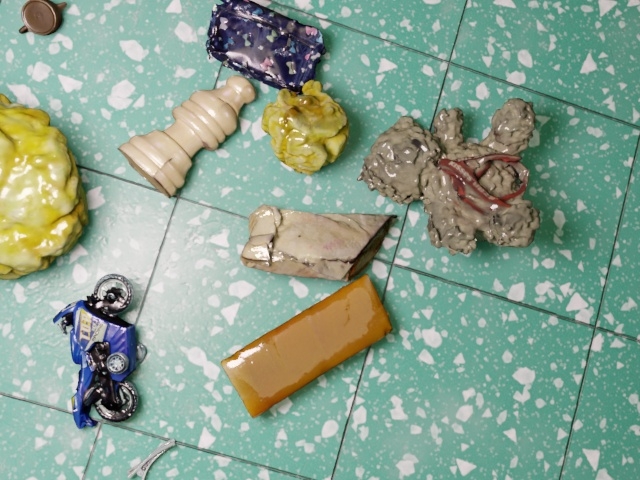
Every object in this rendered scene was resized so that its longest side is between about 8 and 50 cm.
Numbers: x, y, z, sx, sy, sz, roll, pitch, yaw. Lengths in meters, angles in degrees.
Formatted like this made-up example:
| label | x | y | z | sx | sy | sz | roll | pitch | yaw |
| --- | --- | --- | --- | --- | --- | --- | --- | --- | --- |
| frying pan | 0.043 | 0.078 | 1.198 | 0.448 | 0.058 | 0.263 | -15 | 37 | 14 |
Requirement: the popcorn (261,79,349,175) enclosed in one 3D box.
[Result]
| label | x | y | z | sx | sy | sz | roll | pitch | yaw |
| --- | --- | --- | --- | --- | --- | --- | --- | --- | --- |
| popcorn | -0.031 | -0.241 | 1.376 | 0.185 | 0.167 | 0.187 | -39 | 103 | -12 |

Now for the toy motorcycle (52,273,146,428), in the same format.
| label | x | y | z | sx | sy | sz | roll | pitch | yaw |
| --- | --- | --- | --- | --- | --- | --- | --- | --- | --- |
| toy motorcycle | -0.455 | 0.225 | 1.313 | 0.169 | 0.113 | 0.315 | -1 | 92 | 3 |

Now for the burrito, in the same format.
| label | x | y | z | sx | sy | sz | roll | pitch | yaw |
| --- | --- | --- | --- | --- | --- | --- | --- | --- | --- |
| burrito | 0.002 | 0.011 | 1.380 | 0.348 | 0.107 | 0.175 | 3 | 59 | -11 |

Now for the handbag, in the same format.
| label | x | y | z | sx | sy | sz | roll | pitch | yaw |
| --- | --- | --- | --- | --- | --- | --- | --- | --- | --- |
| handbag | -0.120 | -0.431 | 1.423 | 0.260 | 0.113 | 0.162 | 20 | 90 | -7 |

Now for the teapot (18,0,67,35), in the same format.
| label | x | y | z | sx | sy | sz | roll | pitch | yaw |
| --- | --- | --- | --- | --- | --- | --- | --- | --- | --- |
| teapot | -0.601 | -0.480 | 1.394 | 0.121 | 0.068 | 0.076 | -29 | 110 | 12 |

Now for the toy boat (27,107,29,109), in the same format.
| label | x | y | z | sx | sy | sz | roll | pitch | yaw |
| --- | --- | --- | --- | --- | --- | --- | --- | --- | --- |
| toy boat | -0.682 | -0.224 | 1.350 | 0.185 | 0.071 | 0.089 | -27 | 88 | -8 |

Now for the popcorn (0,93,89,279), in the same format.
| label | x | y | z | sx | sy | sz | roll | pitch | yaw |
| --- | --- | --- | --- | --- | --- | --- | --- | --- | --- |
| popcorn | -0.616 | -0.091 | 1.236 | 0.334 | 0.293 | 0.292 | 43 | 49 | -5 |

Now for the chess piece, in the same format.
| label | x | y | z | sx | sy | sz | roll | pitch | yaw |
| --- | --- | --- | --- | --- | --- | --- | --- | --- | --- |
| chess piece | -0.269 | -0.247 | 1.390 | 0.139 | 0.124 | 0.307 | 36 | 75 | 31 |

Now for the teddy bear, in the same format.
| label | x | y | z | sx | sy | sz | roll | pitch | yaw |
| --- | --- | --- | --- | --- | --- | --- | --- | --- | --- |
| teddy bear | 0.270 | -0.144 | 1.395 | 0.368 | 0.224 | 0.357 | 10 | 69 | -4 |

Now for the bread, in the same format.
| label | x | y | z | sx | sy | sz | roll | pitch | yaw |
| --- | --- | --- | --- | --- | --- | --- | --- | --- | --- |
| bread | -0.023 | 0.221 | 1.379 | 0.361 | 0.077 | 0.138 | -30 | 87 | -9 |

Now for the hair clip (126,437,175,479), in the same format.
| label | x | y | z | sx | sy | sz | roll | pitch | yaw |
| --- | --- | --- | --- | --- | --- | --- | --- | --- | --- |
| hair clip | -0.344 | 0.457 | 1.339 | 0.115 | 0.030 | 0.039 | -40 | 109 | -7 |
